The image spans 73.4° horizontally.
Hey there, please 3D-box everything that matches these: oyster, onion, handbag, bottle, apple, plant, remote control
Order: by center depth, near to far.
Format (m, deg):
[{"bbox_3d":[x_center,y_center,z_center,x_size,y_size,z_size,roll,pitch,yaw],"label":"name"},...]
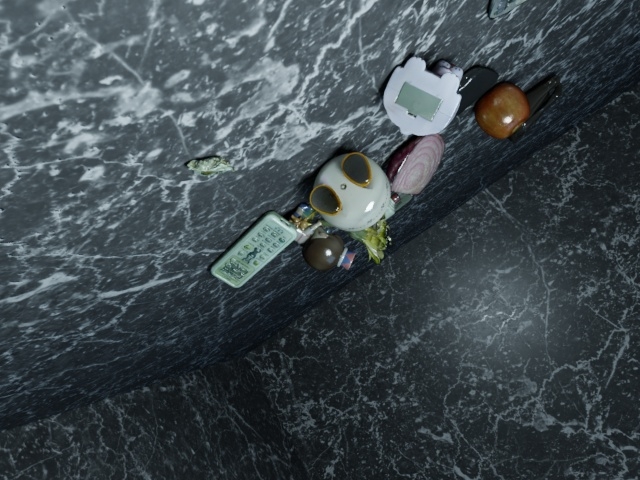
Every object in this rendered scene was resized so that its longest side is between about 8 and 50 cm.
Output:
[{"bbox_3d":[-0.242,-0.163,0.954,0.098,0.037,0.100,-11,-179,-10],"label":"oyster"},{"bbox_3d":[-0.226,0.033,1.437,0.128,0.065,0.335,35,120,-27],"label":"remote control"},{"bbox_3d":[0.649,-0.463,1.533,0.181,0.168,0.181,-35,162,-13],"label":"apple"},{"bbox_3d":[0.331,-0.293,1.561,0.250,0.111,0.247,3,120,-48],"label":"onion"},{"bbox_3d":[0.166,-0.066,1.644,0.297,0.305,0.261,5,178,-23],"label":"plant"},{"bbox_3d":[0.904,-0.563,1.847,0.257,0.113,0.285,-43,162,11],"label":"handbag"},{"bbox_3d":[0.247,-0.123,1.894,0.245,0.104,0.104,-38,164,20],"label":"bottle"}]

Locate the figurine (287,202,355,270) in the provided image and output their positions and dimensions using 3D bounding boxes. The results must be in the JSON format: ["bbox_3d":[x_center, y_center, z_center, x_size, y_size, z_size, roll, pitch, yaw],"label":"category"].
[{"bbox_3d":[-0.005,0.005,1.473,0.158,0.275,0.161,-39,176,-42],"label":"figurine"}]

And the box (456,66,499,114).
[{"bbox_3d":[0.458,-0.465,1.375,0.201,0.042,0.212,-14,157,-50],"label":"box"}]

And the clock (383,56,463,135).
[{"bbox_3d":[0.295,-0.376,1.129,0.189,0.189,0.254,-44,174,36],"label":"clock"}]

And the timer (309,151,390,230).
[{"bbox_3d":[0.097,-0.143,1.302,0.233,0.233,0.240,-37,161,13],"label":"timer"}]

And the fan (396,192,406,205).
[{"bbox_3d":[0.368,-0.194,2.079,0.233,0.012,0.414,-33,165,-2],"label":"fan"}]

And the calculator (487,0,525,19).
[{"bbox_3d":[0.473,-0.610,0.965,0.177,0.040,0.268,-30,165,-9],"label":"calculator"}]
